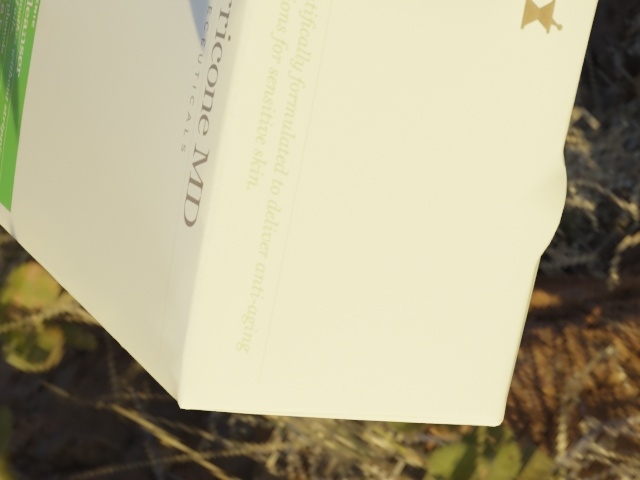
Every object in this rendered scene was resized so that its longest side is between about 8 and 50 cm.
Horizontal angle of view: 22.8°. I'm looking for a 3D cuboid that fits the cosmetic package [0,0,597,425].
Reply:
[{"bbox_3d":[-0.043,-0.064,0.758,0.365,0.155,0.196,29,111,63],"label":"cosmetic package"}]
